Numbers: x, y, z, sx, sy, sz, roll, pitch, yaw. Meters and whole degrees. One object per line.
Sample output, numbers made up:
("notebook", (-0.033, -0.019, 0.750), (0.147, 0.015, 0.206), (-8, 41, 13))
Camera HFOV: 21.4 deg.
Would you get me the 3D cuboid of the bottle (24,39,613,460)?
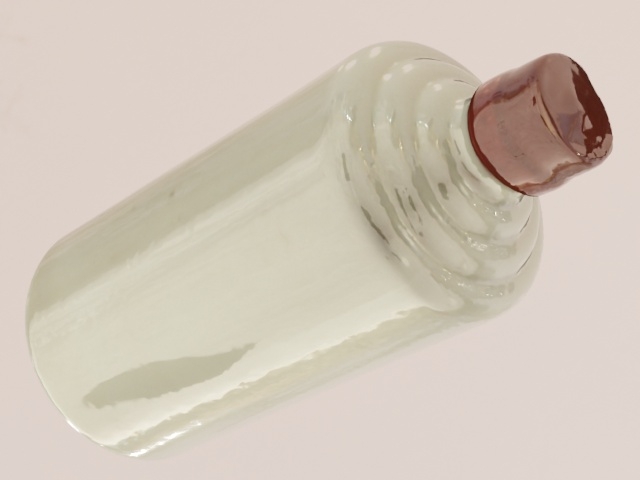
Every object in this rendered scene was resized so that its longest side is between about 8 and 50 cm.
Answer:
("bottle", (0.000, 0.000, 0.615), (0.245, 0.104, 0.104), (-29, -80, 41))
